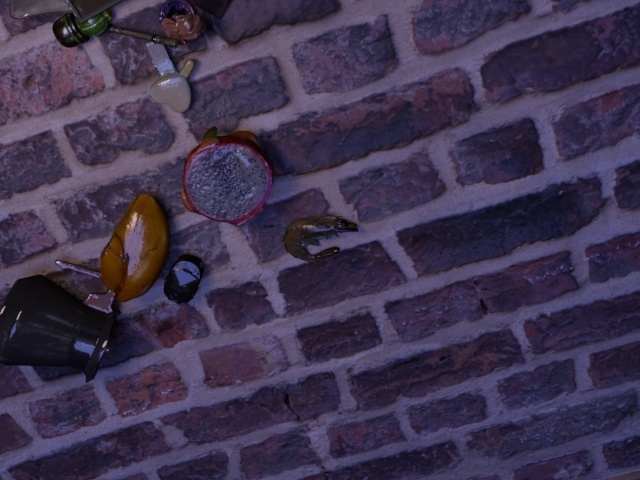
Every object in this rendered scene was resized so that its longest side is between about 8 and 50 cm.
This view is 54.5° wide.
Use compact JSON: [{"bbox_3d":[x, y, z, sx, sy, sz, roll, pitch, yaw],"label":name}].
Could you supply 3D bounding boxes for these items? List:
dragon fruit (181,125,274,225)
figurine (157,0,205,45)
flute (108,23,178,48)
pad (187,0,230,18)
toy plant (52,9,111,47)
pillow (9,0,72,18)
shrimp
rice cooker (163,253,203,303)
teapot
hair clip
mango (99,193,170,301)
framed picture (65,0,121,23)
[{"bbox_3d":[-0.275,-0.199,1.883,0.290,0.189,0.291,-3,118,-6],"label":"dragon fruit"},{"bbox_3d":[-0.379,-0.594,1.729,0.126,0.157,0.114,4,126,-47],"label":"figurine"},{"bbox_3d":[-0.500,-0.576,1.752,0.233,0.027,0.027,18,114,18],"label":"flute"},{"bbox_3d":[-0.292,-0.783,1.662,0.220,0.004,0.330,24,125,-20],"label":"pad"},{"bbox_3d":[-0.667,-0.611,1.750,0.162,0.093,0.093,-24,111,10],"label":"toy plant"},{"bbox_3d":[-0.756,-0.677,1.725,0.232,0.038,0.131,-7,73,5],"label":"pillow"},{"bbox_3d":[0.000,0.001,2.030,0.253,0.058,0.173,-3,121,5],"label":"shrimp"},{"bbox_3d":[-0.452,0.127,2.056,0.112,0.106,0.165,25,115,-10],"label":"rice cooker"},{"bbox_3d":[-0.845,0.262,2.043,0.361,0.305,0.376,23,82,-18],"label":"teapot"},{"bbox_3d":[-0.435,-0.484,1.822,0.159,0.071,0.219,-18,116,5],"label":"hair clip"},{"bbox_3d":[-0.588,0.015,1.979,0.199,0.201,0.350,10,109,-44],"label":"mango"},{"bbox_3d":[-0.635,-0.791,1.659,0.247,0.022,0.335,-34,108,-9],"label":"framed picture"}]
